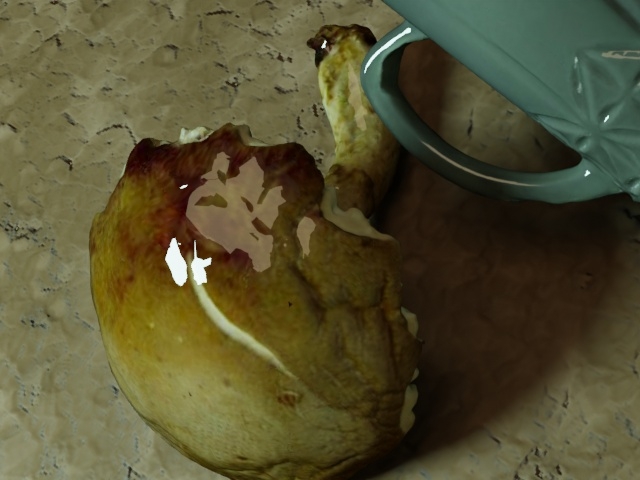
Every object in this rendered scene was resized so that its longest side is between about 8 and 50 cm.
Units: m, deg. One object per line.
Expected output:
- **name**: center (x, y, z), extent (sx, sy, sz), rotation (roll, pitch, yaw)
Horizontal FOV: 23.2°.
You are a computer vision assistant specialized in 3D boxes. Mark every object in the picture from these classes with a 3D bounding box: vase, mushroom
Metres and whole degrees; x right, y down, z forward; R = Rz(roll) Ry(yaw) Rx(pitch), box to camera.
- **vase**: center (0.154, -0.112, 0.894), extent (0.301, 0.156, 0.251), rotation (45, 120, 7)
- **mushroom**: center (0.003, -0.002, 0.953), extent (0.301, 0.208, 0.233), rotation (-43, 91, -17)
